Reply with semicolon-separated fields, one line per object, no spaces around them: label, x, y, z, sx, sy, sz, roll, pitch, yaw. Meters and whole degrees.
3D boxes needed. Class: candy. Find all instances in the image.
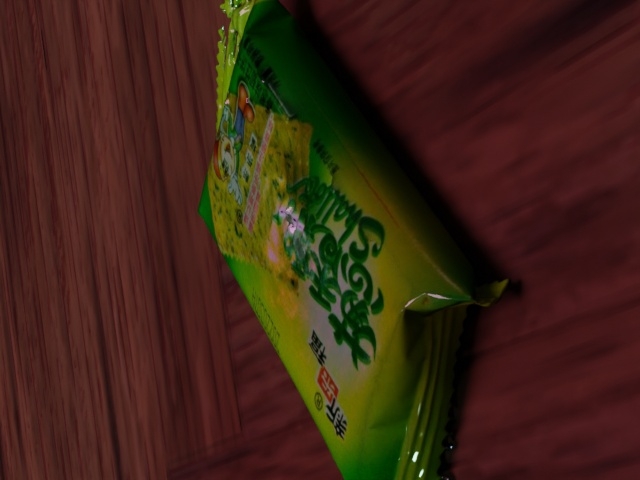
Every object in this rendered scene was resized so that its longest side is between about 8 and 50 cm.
candy;-0.001;0.000;0.591;0.178;0.032;0.102;58;142;44
